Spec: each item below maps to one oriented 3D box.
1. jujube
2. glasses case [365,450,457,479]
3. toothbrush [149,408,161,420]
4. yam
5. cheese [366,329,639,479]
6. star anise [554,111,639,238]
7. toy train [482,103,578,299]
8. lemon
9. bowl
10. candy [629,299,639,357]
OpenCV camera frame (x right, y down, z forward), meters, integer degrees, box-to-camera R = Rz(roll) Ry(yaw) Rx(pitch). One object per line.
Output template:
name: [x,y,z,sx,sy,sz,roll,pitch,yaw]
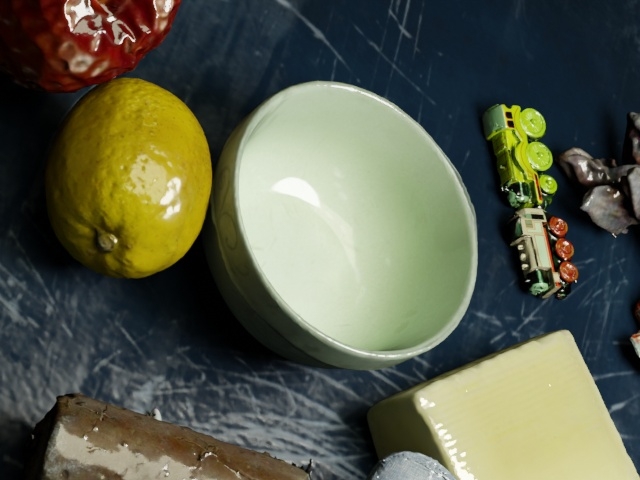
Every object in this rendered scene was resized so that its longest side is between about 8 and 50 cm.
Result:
jujube: [-0.244,-0.249,1.791,0.213,0.232,0.213,-11,113,-27]
glasses case: [0.047,0.337,1.809,0.109,0.067,0.282,33,69,-4]
toothbrush: [-0.156,0.241,1.777,0.017,0.014,0.162,29,49,-49]
yam: [-0.137,0.230,1.708,0.279,0.131,0.131,21,56,-19]
cheese: [0.205,0.246,1.995,0.265,0.124,0.242,-18,76,-42]
star anise: [0.432,-0.052,2.317,0.283,0.129,0.212,35,22,-6]
toy train: [0.256,-0.045,2.235,0.085,0.053,0.250,1,68,-30]
lemon: [-0.186,-0.062,1.802,0.170,0.170,0.207,31,48,-24]
bowl: [0.000,0.000,1.923,0.307,0.163,0.307,18,59,-32]
candy: [0.466,0.075,2.339,0.086,0.059,0.292,52,46,0]
